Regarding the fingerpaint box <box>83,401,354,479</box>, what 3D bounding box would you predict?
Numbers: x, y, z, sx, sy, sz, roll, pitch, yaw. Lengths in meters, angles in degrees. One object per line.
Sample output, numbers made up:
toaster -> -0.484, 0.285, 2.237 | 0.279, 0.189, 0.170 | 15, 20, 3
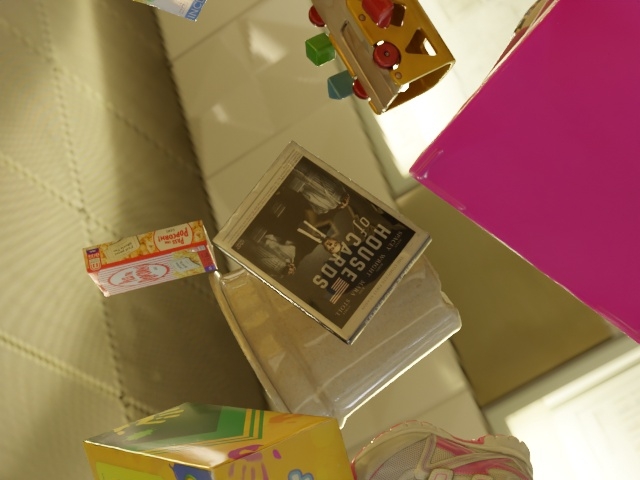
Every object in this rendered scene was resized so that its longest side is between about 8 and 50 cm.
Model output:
fingerpaint box -> -0.075, 0.421, 1.401 | 0.163, 0.371, 0.444 | -19, -85, -30

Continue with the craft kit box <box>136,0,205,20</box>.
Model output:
craft kit box -> -0.220, -0.426, 1.577 | 0.247, 0.250, 0.061 | 12, -143, -33

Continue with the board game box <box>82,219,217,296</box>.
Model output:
board game box -> -0.272, 0.030, 1.992 | 0.147, 0.194, 0.045 | 81, 175, -72

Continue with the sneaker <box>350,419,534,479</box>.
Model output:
sneaker -> 0.149, 0.276, 1.379 | 0.252, 0.103, 0.111 | 5, -151, -24

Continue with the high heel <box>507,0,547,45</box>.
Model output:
high heel -> 0.306, -0.275, 1.990 | 0.093, 0.261, 0.186 | 23, 165, -18

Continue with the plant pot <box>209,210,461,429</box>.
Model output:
plant pot -> 0.040, 0.119, 1.936 | 0.333, 0.306, 0.334 | 60, -179, -1

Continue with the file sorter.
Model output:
file sorter -> 0.227, -0.103, 0.746 | 0.202, 0.290, 0.182 | 36, -118, -2

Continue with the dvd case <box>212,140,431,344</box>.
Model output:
dvd case -> 0.000, 0.000, 1.630 | 0.239, 0.179, 0.029 | 35, 173, 21

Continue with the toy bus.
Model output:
toy bus -> 0.064, -0.245, 1.363 | 0.191, 0.104, 0.202 | 38, 149, 48
